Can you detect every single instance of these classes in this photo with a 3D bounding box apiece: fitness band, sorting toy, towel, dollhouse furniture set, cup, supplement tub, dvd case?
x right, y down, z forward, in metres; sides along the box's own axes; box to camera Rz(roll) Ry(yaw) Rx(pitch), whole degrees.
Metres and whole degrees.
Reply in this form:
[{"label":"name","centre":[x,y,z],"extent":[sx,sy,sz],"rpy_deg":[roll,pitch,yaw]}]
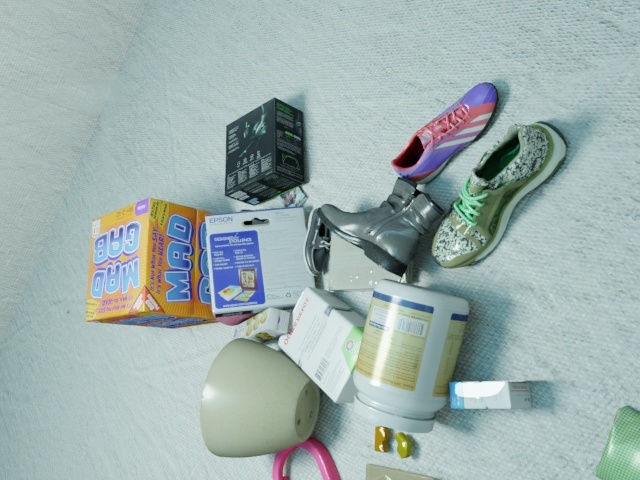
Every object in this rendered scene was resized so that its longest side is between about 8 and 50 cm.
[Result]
[{"label":"fitness band","centre":[-0.034,0.687,1.711],"extent":[0.209,0.054,0.290],"rpy_deg":[-43,56,28]},{"label":"sorting toy","centre":[0.196,0.622,1.524],"extent":[0.229,0.041,0.307],"rpy_deg":[-7,75,47]},{"label":"towel","centre":[0.135,0.044,1.706],"extent":[0.282,0.049,0.187],"rpy_deg":[-6,75,43]},{"label":"dollhouse furniture set","centre":[0.572,0.475,1.122],"extent":[0.198,0.151,0.301],"rpy_deg":[19,93,44]},{"label":"cup","centre":[-0.141,0.447,1.716],"extent":[0.237,0.331,0.331],"rpy_deg":[3,82,24]},{"label":"supplement tub","centre":[0.205,0.265,1.461],"extent":[0.228,0.228,0.316],"rpy_deg":[14,90,44]},{"label":"dvd case","centre":[-0.093,-0.142,1.984],"extent":[0.087,0.013,0.119],"rpy_deg":[-51,52,23]}]

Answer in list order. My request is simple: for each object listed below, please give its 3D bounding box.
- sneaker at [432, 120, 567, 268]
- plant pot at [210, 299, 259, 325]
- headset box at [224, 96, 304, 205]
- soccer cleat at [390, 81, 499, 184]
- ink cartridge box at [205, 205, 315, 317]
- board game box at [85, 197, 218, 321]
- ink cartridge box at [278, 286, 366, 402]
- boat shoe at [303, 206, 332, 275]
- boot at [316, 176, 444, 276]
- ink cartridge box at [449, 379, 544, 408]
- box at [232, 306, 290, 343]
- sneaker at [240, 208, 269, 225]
[{"label":"sneaker","centre":[0.367,-0.114,1.429],"extent":[0.410,0.182,0.158],"rpy_deg":[-56,49,19]},{"label":"plant pot","centre":[-0.255,0.171,1.955],"extent":[0.180,0.201,0.201],"rpy_deg":[-49,50,45]},{"label":"headset box","centre":[-0.184,-0.290,2.011],"extent":[0.246,0.131,0.283],"rpy_deg":[-20,63,39]},{"label":"soccer cleat","centre":[0.311,-0.271,1.563],"extent":[0.318,0.116,0.108],"rpy_deg":[-47,53,26]},{"label":"ink cartridge box","centre":[-0.178,0.060,1.845],"extent":[0.072,0.304,0.307],"rpy_deg":[103,160,-65]},{"label":"board game box","centre":[-0.530,0.096,2.102],"extent":[0.356,0.356,0.356],"rpy_deg":[-13,71,41]},{"label":"ink cartridge box","centre":[0.034,0.280,1.696],"extent":[0.273,0.115,0.198],"rpy_deg":[37,106,42]},{"label":"boat shoe","centre":[0.000,0.000,1.823],"extent":[0.065,0.075,0.206],"rpy_deg":[-11,69,45]},{"label":"boot","centre":[0.156,-0.072,1.621],"extent":[0.338,0.118,0.222],"rpy_deg":[36,98,37]},{"label":"ink cartridge box","centre":[0.386,0.336,1.360],"extent":[0.180,0.104,0.060],"rpy_deg":[-13,71,41]},{"label":"box","centre":[-0.182,0.265,1.853],"extent":[0.324,0.063,0.067],"rpy_deg":[-33,43,60]},{"label":"sneaker","centre":[-0.244,-0.060,2.010],"extent":[0.235,0.153,0.094],"rpy_deg":[18,92,44]}]
